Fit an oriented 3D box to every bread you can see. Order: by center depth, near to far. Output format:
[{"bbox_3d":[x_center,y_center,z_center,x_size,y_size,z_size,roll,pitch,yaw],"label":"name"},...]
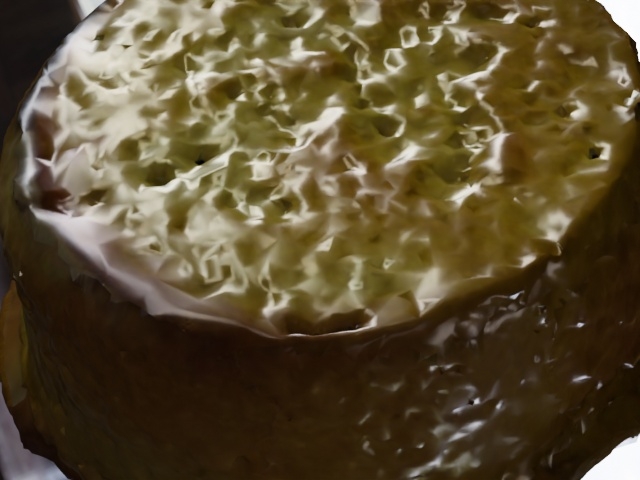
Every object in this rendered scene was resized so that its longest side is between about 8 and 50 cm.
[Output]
[{"bbox_3d":[0.000,0.000,0.858,0.215,0.398,0.398,83,-9,-45],"label":"bread"}]
